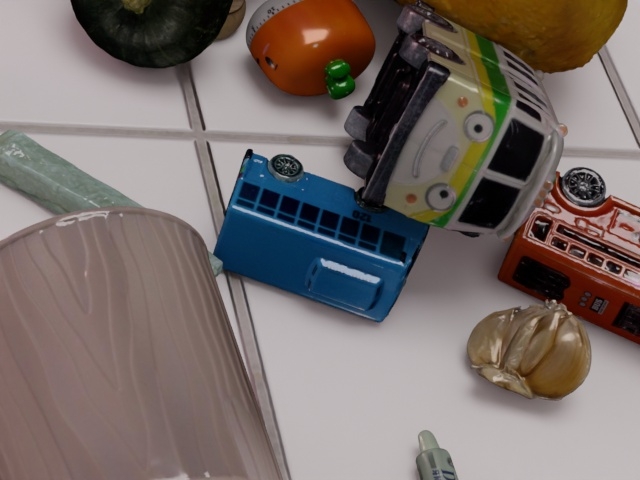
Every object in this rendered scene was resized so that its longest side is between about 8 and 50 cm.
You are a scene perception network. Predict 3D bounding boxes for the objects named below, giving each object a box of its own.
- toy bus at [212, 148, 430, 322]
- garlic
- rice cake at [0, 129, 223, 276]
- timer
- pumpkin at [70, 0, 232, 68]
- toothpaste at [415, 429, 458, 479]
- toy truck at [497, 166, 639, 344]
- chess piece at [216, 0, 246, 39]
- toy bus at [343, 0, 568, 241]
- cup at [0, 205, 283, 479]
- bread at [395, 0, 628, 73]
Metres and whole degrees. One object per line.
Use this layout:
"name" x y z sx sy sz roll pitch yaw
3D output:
"toy bus" 0.000 0.000 1.746 0.184 0.090 0.106 19 43 -1
"garlic" 0.192 0.100 1.735 0.113 0.074 0.094 23 79 10
"rice cake" -0.199 -0.026 1.726 0.245 0.042 0.045 31 42 9
"timer" -0.003 -0.191 1.926 0.136 0.099 0.136 6 59 -10
"pumpkin" -0.165 -0.252 1.870 0.167 0.167 0.125 7 9 -15
"toothpaste" 0.113 0.244 1.597 0.048 0.029 0.197 0 51 -21
"toy truck" 0.303 0.033 1.816 0.252 0.107 0.114 25 58 6
"chess piece" -0.119 -0.246 1.972 0.083 0.038 0.084 9 46 -10
"toy bus" 0.130 -0.107 1.788 0.179 0.143 0.305 26 16 -7
"cup" -0.187 0.137 1.457 0.288 0.208 0.273 -5 51 -27
"bread" 0.151 -0.339 1.975 0.394 0.250 0.361 40 4 16
